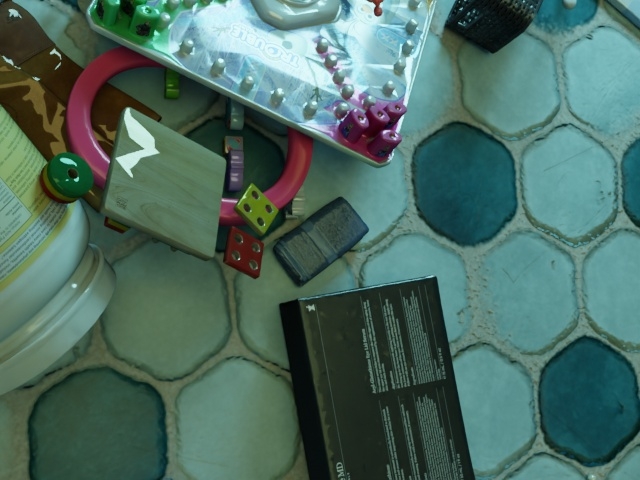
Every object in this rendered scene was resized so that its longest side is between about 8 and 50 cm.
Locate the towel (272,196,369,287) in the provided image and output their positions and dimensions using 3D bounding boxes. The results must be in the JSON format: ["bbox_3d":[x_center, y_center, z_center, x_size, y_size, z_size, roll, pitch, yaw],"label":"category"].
[{"bbox_3d":[0.000,0.000,1.117,0.119,0.029,0.067,-37,94,-17],"label":"towel"}]

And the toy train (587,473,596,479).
[{"bbox_3d":[0.444,0.362,1.187,0.166,0.046,0.125,-18,88,-17],"label":"toy train"}]

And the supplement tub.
[{"bbox_3d":[-0.385,-0.027,0.860,0.241,0.241,0.331,-43,118,-17],"label":"supplement tub"}]

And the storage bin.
[{"bbox_3d":[0.261,-0.365,1.196,0.084,0.122,0.180,28,76,-11],"label":"storage bin"}]

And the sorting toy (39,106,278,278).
[{"bbox_3d":[-0.166,-0.050,0.932,0.274,0.046,0.132,27,51,-33],"label":"sorting toy"}]

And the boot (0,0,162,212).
[{"bbox_3d":[-0.368,-0.128,1.016,0.280,0.096,0.264,40,66,-15],"label":"boot"}]

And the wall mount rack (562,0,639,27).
[{"bbox_3d":[0.472,-0.361,1.253,0.350,0.130,0.304,37,74,-8],"label":"wall mount rack"}]

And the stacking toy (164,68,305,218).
[{"bbox_3d":[-0.109,-0.128,1.092,0.167,0.052,0.221,0,82,-17],"label":"stacking toy"}]

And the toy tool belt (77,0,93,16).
[{"bbox_3d":[-0.273,-0.299,1.075,0.083,0.052,0.051,50,41,-8],"label":"toy tool belt"}]

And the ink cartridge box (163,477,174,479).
[{"bbox_3d":[-0.283,0.412,0.962,0.311,0.065,0.186,-18,87,-16],"label":"ink cartridge box"}]

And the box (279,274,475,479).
[{"bbox_3d":[0.067,0.188,1.072,0.184,0.103,0.261,-8,85,-20],"label":"box"}]

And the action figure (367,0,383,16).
[{"bbox_3d":[0.059,-0.328,1.076,0.038,0.030,0.115,-5,68,-22],"label":"action figure"}]

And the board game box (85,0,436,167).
[{"bbox_3d":[-0.035,-0.328,1.081,0.390,0.050,0.390,25,58,-12],"label":"board game box"}]

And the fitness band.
[{"bbox_3d":[-0.151,-0.129,1.026,0.291,0.054,0.209,13,77,-16],"label":"fitness band"}]
